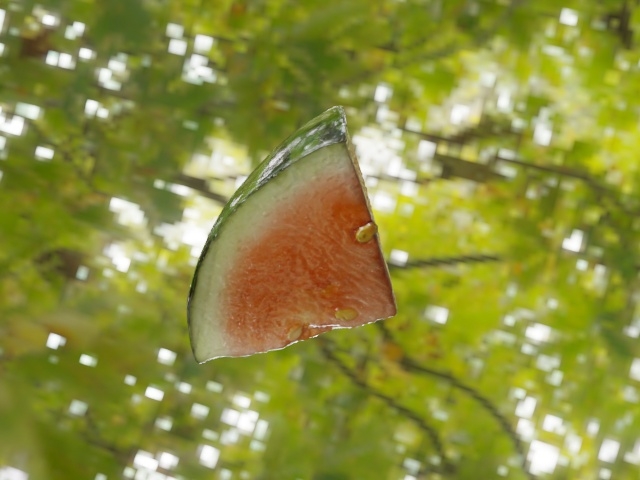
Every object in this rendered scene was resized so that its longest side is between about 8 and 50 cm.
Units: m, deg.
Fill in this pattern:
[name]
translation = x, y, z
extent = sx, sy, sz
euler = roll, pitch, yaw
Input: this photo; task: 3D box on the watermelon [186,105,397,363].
[watermelon]
translation = 0.000, 0.000, 0.895
extent = 0.125, 0.094, 0.135
euler = -37, -16, -29
